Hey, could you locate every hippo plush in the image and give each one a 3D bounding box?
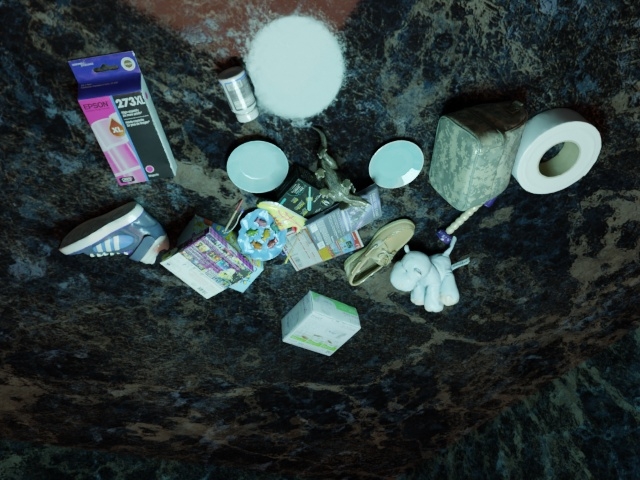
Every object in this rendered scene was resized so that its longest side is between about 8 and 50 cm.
[{"bbox_3d":[0.410,0.142,1.771,0.236,0.234,0.294,14,132,-43],"label":"hippo plush"}]

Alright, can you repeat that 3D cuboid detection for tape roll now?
[{"bbox_3d":[0.791,-0.300,1.563,0.286,0.100,0.286,-5,132,-6],"label":"tape roll"}]

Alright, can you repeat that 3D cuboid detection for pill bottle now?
[{"bbox_3d":[-0.227,-0.408,1.287,0.078,0.078,0.137,-16,133,4],"label":"pill bottle"}]

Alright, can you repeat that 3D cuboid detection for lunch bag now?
[{"bbox_3d":[0.514,-0.273,1.461,0.256,0.213,0.305,-20,138,-15],"label":"lunch bag"}]

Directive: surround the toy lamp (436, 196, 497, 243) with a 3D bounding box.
[{"bbox_3d":[0.552,-0.101,1.713,0.080,0.080,0.275,22,124,-27],"label":"toy lamp"}]

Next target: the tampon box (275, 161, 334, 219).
[{"bbox_3d":[-0.052,-0.158,1.530,0.161,0.101,0.120,27,122,-31],"label":"tampon box"}]

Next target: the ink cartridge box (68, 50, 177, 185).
[{"bbox_3d":[-0.555,-0.334,1.307,0.175,0.069,0.371,-10,131,-2],"label":"ink cartridge box"}]

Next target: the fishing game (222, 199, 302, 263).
[{"bbox_3d":[-0.201,-0.019,1.607,0.264,0.041,0.189,31,85,-24],"label":"fishing game"}]

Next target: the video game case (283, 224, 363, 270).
[{"bbox_3d":[0.000,0.000,1.737,0.285,0.025,0.204,-20,132,8],"label":"video game case"}]

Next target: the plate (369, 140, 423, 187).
[{"bbox_3d":[0.254,-0.260,1.549,0.188,0.024,0.188,-6,133,-6],"label":"plate"}]

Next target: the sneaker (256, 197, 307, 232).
[{"bbox_3d":[-0.133,-0.081,1.570,0.208,0.081,0.094,21,96,-33],"label":"sneaker"}]

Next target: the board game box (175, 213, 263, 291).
[{"bbox_3d":[-0.360,0.049,1.634,0.275,0.142,0.144,27,122,-30],"label":"board game box"}]

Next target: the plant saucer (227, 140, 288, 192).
[{"bbox_3d":[-0.202,-0.242,1.471,0.194,0.037,0.195,-5,132,-5],"label":"plant saucer"}]

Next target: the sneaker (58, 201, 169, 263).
[{"bbox_3d":[-0.681,0.026,1.560,0.322,0.130,0.236,-25,128,5],"label":"sneaker"}]

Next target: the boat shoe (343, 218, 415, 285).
[{"bbox_3d":[0.236,0.053,1.771,0.121,0.110,0.341,30,121,-32],"label":"boat shoe"}]

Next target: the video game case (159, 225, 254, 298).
[{"bbox_3d":[-0.376,0.081,1.533,0.210,0.042,0.232,-29,130,16],"label":"video game case"}]

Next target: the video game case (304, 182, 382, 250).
[{"bbox_3d":[0.087,-0.076,1.602,0.274,0.026,0.196,-29,151,-3],"label":"video game case"}]

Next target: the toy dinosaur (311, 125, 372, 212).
[{"bbox_3d":[0.031,-0.203,1.444,0.121,0.160,0.314,-36,87,3],"label":"toy dinosaur"}]

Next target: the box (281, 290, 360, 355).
[{"bbox_3d":[-0.001,0.368,2.003,0.262,0.127,0.231,24,123,-28],"label":"box"}]
